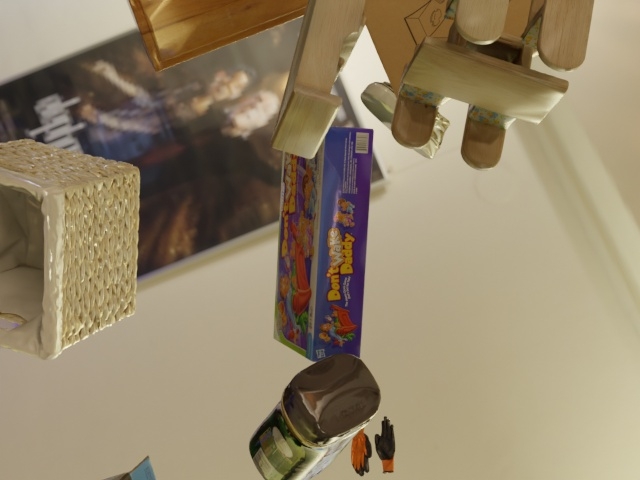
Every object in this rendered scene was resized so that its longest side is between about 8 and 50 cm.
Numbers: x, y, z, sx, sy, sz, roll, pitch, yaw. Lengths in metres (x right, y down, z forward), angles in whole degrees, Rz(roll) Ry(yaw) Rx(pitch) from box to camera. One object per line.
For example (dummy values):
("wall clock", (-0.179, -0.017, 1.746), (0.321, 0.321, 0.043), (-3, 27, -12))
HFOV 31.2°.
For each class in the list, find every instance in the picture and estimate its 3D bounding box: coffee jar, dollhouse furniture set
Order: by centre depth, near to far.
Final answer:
("dollhouse furniture set", (0.096, -0.141, 1.044), (0.212, 0.242, 0.161), (122, -17, -66))
("coffee jar", (-0.007, 0.186, 1.178), (0.079, 0.096, 0.184), (57, -30, 16))

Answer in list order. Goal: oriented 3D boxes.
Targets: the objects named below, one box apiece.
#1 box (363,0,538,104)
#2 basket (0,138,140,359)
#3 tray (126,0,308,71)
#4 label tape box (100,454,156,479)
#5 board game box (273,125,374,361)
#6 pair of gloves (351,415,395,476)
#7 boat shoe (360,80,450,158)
("box", (0.150, -0.242, 1.212), (0.021, 0.201, 0.164), (31, 35, -66))
("basket", (-0.536, -0.004, 2.132), (0.266, 0.328, 0.331), (-27, 126, -54))
("tray", (-0.126, -0.456, 1.942), (0.076, 0.411, 0.202), (-126, -165, -57))
("label tape box", (-0.329, 0.497, 1.699), (0.334, 0.106, 0.240), (-39, 114, -72))
("board game box", (0.000, 0.000, 1.784), (0.233, 0.078, 0.347), (-169, -99, -73))
("pair of gloves", (0.069, 0.272, 1.516), (0.010, 0.083, 0.074), (14, 68, -39))
("boat shoe", (0.119, -0.178, 1.546), (0.078, 0.070, 0.219), (34, 1, 25))
